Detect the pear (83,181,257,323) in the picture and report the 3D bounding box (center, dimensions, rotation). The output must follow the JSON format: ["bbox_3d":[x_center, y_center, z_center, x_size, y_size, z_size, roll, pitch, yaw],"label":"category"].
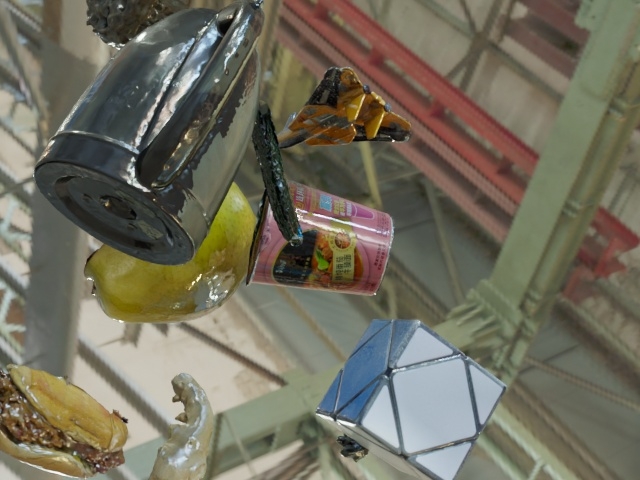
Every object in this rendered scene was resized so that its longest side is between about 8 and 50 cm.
[{"bbox_3d":[-0.283,0.055,2.130,0.191,0.386,0.340,48,-16,23],"label":"pear"}]

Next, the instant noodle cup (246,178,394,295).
[{"bbox_3d":[0.000,0.000,1.936,0.244,0.255,0.244,-167,-90,-84],"label":"instant noodle cup"}]

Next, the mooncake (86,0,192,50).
[{"bbox_3d":[-0.336,-0.451,1.855,0.228,0.124,0.228,-18,-116,42],"label":"mooncake"}]

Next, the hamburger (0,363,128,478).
[{"bbox_3d":[-0.528,0.362,1.971,0.282,0.245,0.155,42,-81,11],"label":"hamburger"}]

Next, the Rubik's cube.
[{"bbox_3d":[0.149,0.269,1.704,0.207,0.205,0.205,38,-14,-15],"label":"Rubik's cube"}]

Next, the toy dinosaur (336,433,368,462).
[{"bbox_3d":[0.132,0.376,1.848,0.179,0.187,0.087,43,-25,33],"label":"toy dinosaur"}]

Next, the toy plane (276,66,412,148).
[{"bbox_3d":[0.005,-0.221,1.851,0.204,0.103,0.316,38,-25,-29],"label":"toy plane"}]

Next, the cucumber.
[{"bbox_3d":[-0.079,-0.112,1.699,0.044,0.043,0.257,-18,-94,28],"label":"cucumber"}]

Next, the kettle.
[{"bbox_3d":[-0.176,-0.172,1.279,0.228,0.324,0.321,33,-26,-15],"label":"kettle"}]

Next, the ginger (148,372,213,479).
[{"bbox_3d":[-0.175,0.252,1.311,0.173,0.069,0.051,-82,180,-48],"label":"ginger"}]
